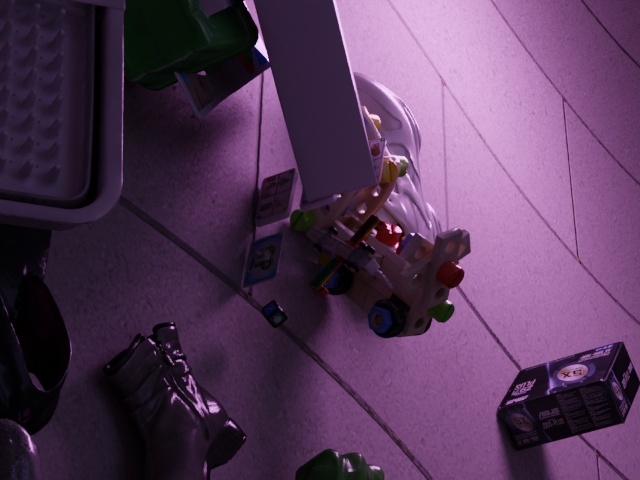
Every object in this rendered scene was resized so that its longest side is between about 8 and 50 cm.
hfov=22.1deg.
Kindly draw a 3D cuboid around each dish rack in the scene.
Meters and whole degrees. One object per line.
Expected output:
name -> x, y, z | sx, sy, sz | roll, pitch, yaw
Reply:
dish rack -> -0.322, -0.157, 1.467 | 0.285, 0.072, 0.333 | 10, 57, -22

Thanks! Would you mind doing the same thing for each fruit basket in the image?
fruit basket -> -0.157, -0.323, 1.901 | 0.327, 0.165, 0.353 | 65, 24, -9

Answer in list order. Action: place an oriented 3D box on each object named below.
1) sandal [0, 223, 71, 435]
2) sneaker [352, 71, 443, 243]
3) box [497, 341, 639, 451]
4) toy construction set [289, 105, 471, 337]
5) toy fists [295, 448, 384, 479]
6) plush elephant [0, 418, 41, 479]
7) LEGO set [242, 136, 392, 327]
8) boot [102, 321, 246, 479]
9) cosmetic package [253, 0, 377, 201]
sandal -> -0.288, 0.059, 1.441 | 0.167, 0.107, 0.446 | 40, 38, -44
sneaker -> 0.082, -0.085, 2.226 | 0.152, 0.114, 0.305 | -24, 93, -65
box -> 0.378, 0.236, 2.481 | 0.078, 0.180, 0.147 | 65, 28, -11
toy construction set -> 0.085, -0.006, 2.028 | 0.151, 0.215, 0.328 | 8, 26, -34
toy fists -> 0.053, 0.359, 1.887 | 0.279, 0.096, 0.142 | 55, 43, -29
plush elephant -> -0.292, 0.269, 1.165 | 0.272, 0.255, 0.330 | -36, 66, -24
LEGO set -> 0.000, 0.000, 1.941 | 0.060, 0.182, 0.244 | 50, 34, -36
boot -> -0.171, 0.187, 1.624 | 0.161, 0.083, 0.246 | 57, 23, -9
cosmetic package -> -0.030, -0.278, 1.913 | 0.284, 0.097, 0.377 | -98, 174, -59
